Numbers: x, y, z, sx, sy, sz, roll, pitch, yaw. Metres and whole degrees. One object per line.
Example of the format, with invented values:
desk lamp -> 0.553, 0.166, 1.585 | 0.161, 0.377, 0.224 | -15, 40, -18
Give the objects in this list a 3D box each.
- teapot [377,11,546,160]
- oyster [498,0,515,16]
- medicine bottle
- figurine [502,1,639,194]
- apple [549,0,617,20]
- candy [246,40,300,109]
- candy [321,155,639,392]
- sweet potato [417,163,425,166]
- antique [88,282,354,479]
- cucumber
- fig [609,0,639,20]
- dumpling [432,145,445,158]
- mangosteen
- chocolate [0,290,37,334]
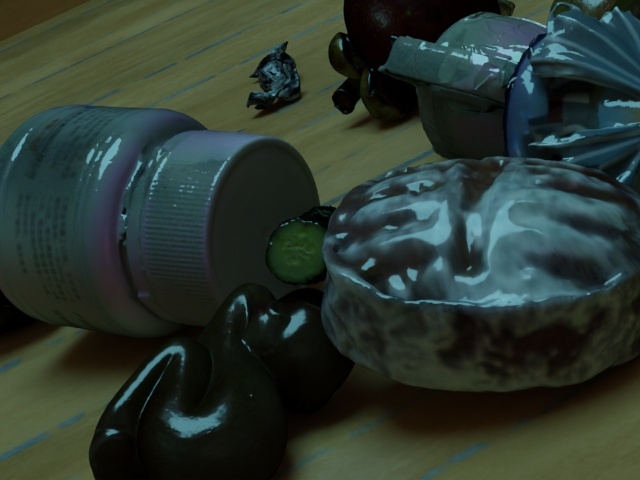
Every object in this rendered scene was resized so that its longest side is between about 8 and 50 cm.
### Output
teapot -> 0.195, -0.165, 1.733 | 0.178, 0.221, 0.163 | 18, 66, 51
oyster -> 0.152, -0.315, 2.412 | 0.259, 0.092, 0.198 | -21, 18, 28
medicine bottle -> -0.175, -0.018, 1.764 | 0.302, 0.241, 0.241 | 6, 33, 35
figurine -> 0.349, -0.119, 1.501 | 0.388, 0.277, 0.248 | 7, -9, 46
apple -> 0.342, -0.262, 2.041 | 0.102, 0.126, 0.126 | -60, 5, 26
candy -> -0.073, -0.246, 2.507 | 0.094, 0.051, 0.226 | -22, 20, 9
candy -> 0.140, 0.023, 1.404 | 0.289, 0.157, 0.214 | 1, 36, 9
sweet potato -> 0.072, 0.005, 1.705 | 0.075, 0.075, 0.273 | -6, 28, 37
antique -> -0.066, 0.133, 1.454 | 0.143, 0.121, 0.257 | 9, 36, 38
cucumber -> 0.000, 0.000, 1.604 | 0.067, 0.068, 0.293 | -19, 2, 8
fig -> 0.361, -0.206, 1.877 | 0.274, 0.145, 0.170 | -33, 13, 20
dumpling -> 0.200, -0.181, 1.938 | 0.172, 0.142, 0.247 | -9, 39, 16
mangosteen -> 0.111, -0.262, 2.182 | 0.257, 0.215, 0.215 | -52, 19, 7
chocolate -> -0.404, 0.058, 2.011 | 0.224, 0.206, 0.177 | -33, -23, -53
